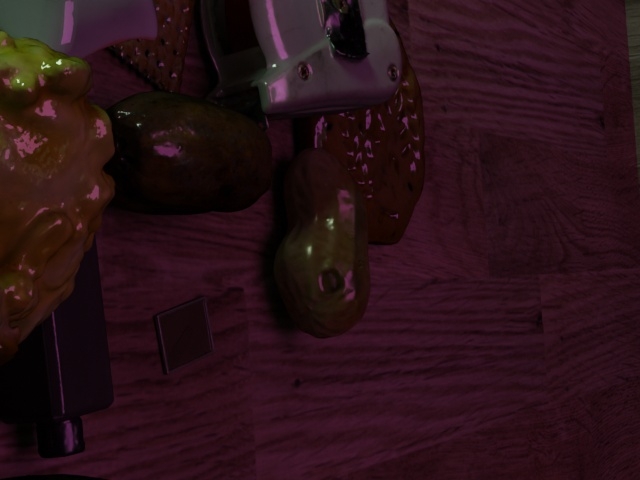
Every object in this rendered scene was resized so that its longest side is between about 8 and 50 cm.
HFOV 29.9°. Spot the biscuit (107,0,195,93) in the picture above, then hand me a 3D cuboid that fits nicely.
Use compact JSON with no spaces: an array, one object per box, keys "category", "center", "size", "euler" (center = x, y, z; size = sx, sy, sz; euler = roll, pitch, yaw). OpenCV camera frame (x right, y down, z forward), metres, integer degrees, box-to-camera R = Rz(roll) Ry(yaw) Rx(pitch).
[{"category":"biscuit","center":[-0.207,-0.254,1.226],"size":[0.231,0.016,0.139],"euler":[37,54,-52]}]

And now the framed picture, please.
[{"category":"framed picture","center":[-0.145,0.101,1.287],"size":[0.089,0.006,0.066],"euler":[-23,106,-59]}]

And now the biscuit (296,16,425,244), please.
[{"category":"biscuit","center":[0.063,-0.162,1.655],"size":[0.359,0.046,0.359],"euler":[17,70,-57]}]

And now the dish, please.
[{"category":"dish","center":[-0.242,-0.225,0.965],"size":[0.151,0.212,0.077],"euler":[-36,150,-56]}]

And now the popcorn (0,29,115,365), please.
[{"category":"popcorn","center":[-0.278,-0.047,0.847],"size":[0.237,0.293,0.293],"euler":[-60,138,-18]}]

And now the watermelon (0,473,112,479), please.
[{"category":"watermelon","center":[-0.163,0.328,1.094],"size":[0.222,0.319,0.292],"euler":[-124,-150,-80]}]

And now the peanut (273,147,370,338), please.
[{"category":"peanut","center":[0.000,0.000,1.457],"size":[0.110,0.120,0.236],"euler":[108,-22,-79]}]

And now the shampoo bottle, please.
[{"category":"shampoo bottle","center":[-0.241,0.066,1.054],"size":[0.079,0.080,0.246],"euler":[-9,93,-58]}]

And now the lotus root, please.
[{"category":"lotus root","center":[-0.138,-0.086,1.213],"size":[0.241,0.124,0.123],"euler":[-2,95,-59]}]

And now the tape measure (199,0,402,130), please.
[{"category":"tape measure","center":[-0.023,-0.251,1.405],"size":[0.258,0.130,0.265],"euler":[-13,95,-47]}]
